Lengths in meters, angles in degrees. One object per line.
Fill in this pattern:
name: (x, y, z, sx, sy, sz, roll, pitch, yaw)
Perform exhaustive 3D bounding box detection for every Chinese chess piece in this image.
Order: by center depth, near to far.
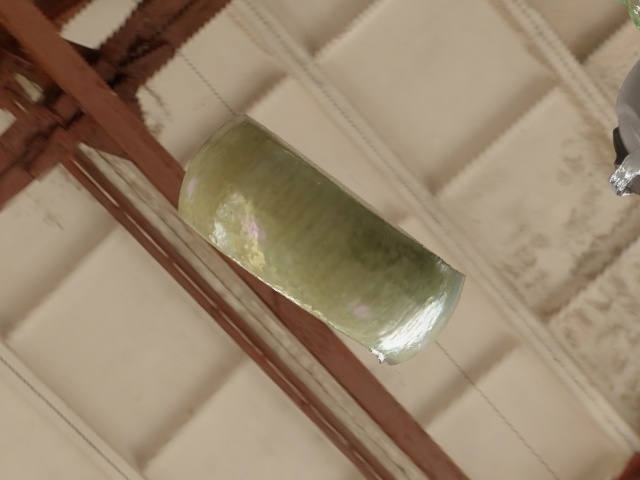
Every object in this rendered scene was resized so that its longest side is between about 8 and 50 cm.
Chinese chess piece: (0.000, 0.000, 1.258, 0.250, 0.250, 0.101, 35, -88, -20)

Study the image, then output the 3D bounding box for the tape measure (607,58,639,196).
tape measure: (0.369, -0.110, 1.405, 0.236, 0.197, 0.120, -56, -39, -14)

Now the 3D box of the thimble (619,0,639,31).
thimble: (0.309, -0.223, 1.176, 0.150, 0.219, 0.219, -30, -72, 5)
